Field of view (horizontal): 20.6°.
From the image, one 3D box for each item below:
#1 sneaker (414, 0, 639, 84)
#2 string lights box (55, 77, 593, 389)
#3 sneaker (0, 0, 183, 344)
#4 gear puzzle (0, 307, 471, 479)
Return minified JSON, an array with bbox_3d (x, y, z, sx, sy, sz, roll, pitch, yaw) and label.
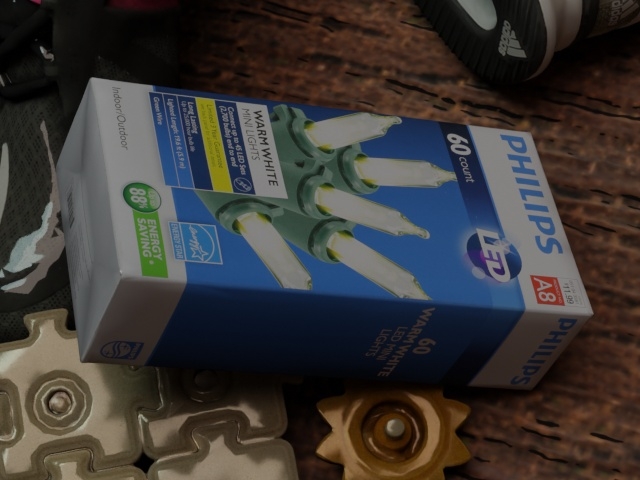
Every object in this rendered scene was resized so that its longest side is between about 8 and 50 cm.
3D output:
[{"bbox_3d":[0.116,-0.312,1.156,0.257,0.169,0.447,-24,63,-18],"label":"sneaker"},{"bbox_3d":[0.000,0.000,0.929,0.260,0.076,0.133,5,50,-23],"label":"string lights box"},{"bbox_3d":[-0.151,-0.168,1.014,0.185,0.202,0.482,8,81,14],"label":"sneaker"},{"bbox_3d":[-0.086,0.117,0.947,0.339,0.044,0.175,-10,72,-5],"label":"gear puzzle"}]
